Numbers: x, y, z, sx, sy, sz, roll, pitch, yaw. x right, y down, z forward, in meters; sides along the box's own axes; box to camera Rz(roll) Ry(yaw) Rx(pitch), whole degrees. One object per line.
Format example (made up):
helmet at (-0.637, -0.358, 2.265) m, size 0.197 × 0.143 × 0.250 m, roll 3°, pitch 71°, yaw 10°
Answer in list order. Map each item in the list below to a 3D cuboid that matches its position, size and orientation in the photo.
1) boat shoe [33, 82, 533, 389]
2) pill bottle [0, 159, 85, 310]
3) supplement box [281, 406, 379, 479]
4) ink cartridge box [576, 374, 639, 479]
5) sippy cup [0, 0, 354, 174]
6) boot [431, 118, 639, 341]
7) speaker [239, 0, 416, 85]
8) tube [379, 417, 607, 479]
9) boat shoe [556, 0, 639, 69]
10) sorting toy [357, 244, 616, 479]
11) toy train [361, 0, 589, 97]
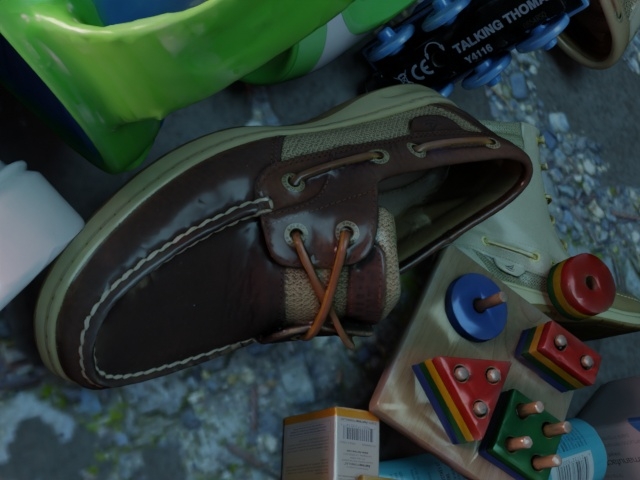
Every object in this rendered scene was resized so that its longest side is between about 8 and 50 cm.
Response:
boat shoe at (0.000, 0.000, 0.546) m, size 0.342 × 0.123 × 0.123 m, roll -26°, pitch 133°, yaw -36°
pill bottle at (-0.270, -0.077, 0.383) m, size 0.334 × 0.188 × 0.188 m, roll 47°, pitch 55°, yaw -12°
supplement box at (0.005, 0.158, 0.563) m, size 0.036 × 0.062 × 0.098 m, roll 15°, pitch 67°, yaw -31°
ink cartridge box at (0.307, 0.197, 0.701) m, size 0.082 × 0.139 × 0.190 m, roll -34°, pitch 94°, yaw -38°
sippy cup at (-0.107, -0.191, 0.460) m, size 0.305 × 0.240 × 0.224 m, roll 44°, pitch 80°, yaw 2°
boot at (0.175, -0.006, 0.725) m, size 0.213 × 0.077 × 0.165 m, roll 12°, pitch 65°, yaw -29°
speaker at (0.031, -0.229, 0.674) m, size 0.131 × 0.131 × 0.296 m, roll 53°, pitch 54°, yaw -7°
tube at (0.113, 0.175, 0.640) m, size 0.207 × 0.052 × 0.080 m, roll -8°, pitch 74°, yaw -30°
boat shoe at (0.180, -0.304, 0.800) m, size 0.341 × 0.121 × 0.110 m, roll 45°, pitch 54°, yaw -14°
sorting toy at (0.113, 0.092, 0.581) m, size 0.132 × 0.046 × 0.274 m, roll 36°, pitch 59°, yaw -13°
toy train at (0.115, -0.162, 0.679) m, size 0.080 × 0.184 × 0.105 m, roll 51°, pitch 35°, yaw -16°
